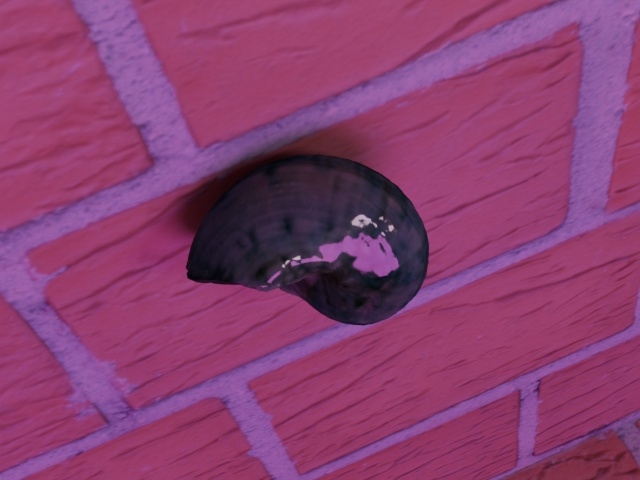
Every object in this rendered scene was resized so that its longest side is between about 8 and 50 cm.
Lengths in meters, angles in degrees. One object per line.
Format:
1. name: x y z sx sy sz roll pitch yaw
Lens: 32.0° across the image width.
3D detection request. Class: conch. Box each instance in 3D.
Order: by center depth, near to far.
1. conch: 0.002 -0.002 0.992 0.196 0.134 0.202 7 170 28
